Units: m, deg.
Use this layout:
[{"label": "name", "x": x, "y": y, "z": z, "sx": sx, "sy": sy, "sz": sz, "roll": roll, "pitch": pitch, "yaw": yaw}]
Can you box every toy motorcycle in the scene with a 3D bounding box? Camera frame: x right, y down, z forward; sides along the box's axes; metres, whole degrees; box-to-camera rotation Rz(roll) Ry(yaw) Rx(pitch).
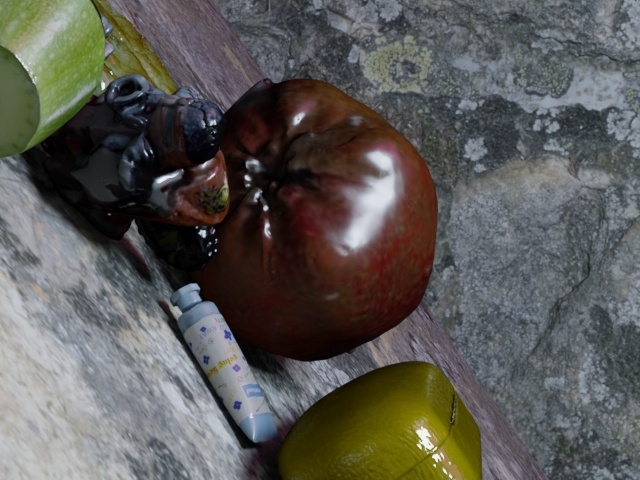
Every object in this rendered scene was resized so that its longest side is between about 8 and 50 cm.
[{"label": "toy motorcycle", "x": -0.219, "y": -0.135, "z": 1.204, "sx": 0.401, "sy": 0.207, "sz": 0.134, "roll": 45, "pitch": 54, "yaw": -11}]

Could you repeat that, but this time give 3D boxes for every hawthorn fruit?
[{"label": "hawthorn fruit", "x": -0.004, "y": -0.015, "z": 1.461, "sx": 0.325, "sy": 0.308, "sz": 0.308, "roll": 14, "pitch": 38, "yaw": -55}]

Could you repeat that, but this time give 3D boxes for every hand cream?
[{"label": "hand cream", "x": -0.094, "y": 0.121, "z": 1.274, "sx": 0.170, "sy": 0.043, "sz": 0.065, "roll": 60, "pitch": 16, "yaw": 14}]

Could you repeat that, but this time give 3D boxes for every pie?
[{"label": "pie", "x": -0.279, "y": -0.226, "z": 1.547, "sx": 0.371, "sy": 0.078, "sz": 0.296, "roll": 40, "pitch": 15, "yaw": -50}]

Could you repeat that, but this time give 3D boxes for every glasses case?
[{"label": "glasses case", "x": 0.055, "y": 0.204, "z": 1.284, "sx": 0.141, "sy": 0.173, "sz": 0.371, "roll": 55, "pitch": 6, "yaw": 3}]

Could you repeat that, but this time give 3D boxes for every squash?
[{"label": "squash", "x": -0.267, "y": -0.143, "z": 1.064, "sx": 0.170, "sy": 0.170, "sz": 0.123, "roll": 49, "pitch": 28, "yaw": -23}]
